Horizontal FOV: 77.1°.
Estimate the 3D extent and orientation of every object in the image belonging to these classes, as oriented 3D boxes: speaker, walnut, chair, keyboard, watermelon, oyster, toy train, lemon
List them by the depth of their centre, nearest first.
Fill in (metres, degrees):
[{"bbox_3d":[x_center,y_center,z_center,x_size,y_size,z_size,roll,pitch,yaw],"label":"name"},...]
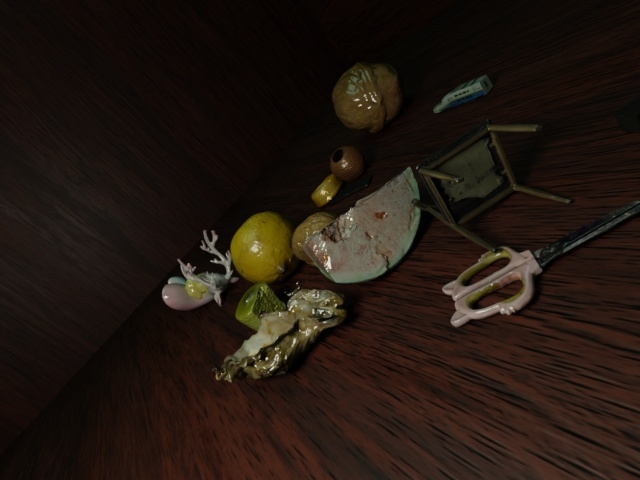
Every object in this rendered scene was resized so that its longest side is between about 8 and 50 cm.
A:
[{"bbox_3d":[0.602,-0.262,0.679,0.191,0.040,0.046,-41,24,7],"label":"speaker"},{"bbox_3d":[0.293,-0.119,0.779,0.188,0.166,0.272,-34,19,0],"label":"chair"},{"bbox_3d":[-0.086,0.211,0.922,0.337,0.133,0.197,-38,20,10],"label":"oyster"},{"bbox_3d":[0.112,-0.034,0.946,0.305,0.180,0.224,-38,47,-9],"label":"watermelon"},{"bbox_3d":[0.000,0.000,1.137,0.184,0.155,0.155,-23,30,42],"label":"walnut"},{"bbox_3d":[-0.168,0.021,1.293,0.228,0.228,0.253,-35,16,23],"label":"lemon"},{"bbox_3d":[0.453,-0.477,1.329,0.052,0.051,0.234,-48,21,-19],"label":"toy train"},{"bbox_3d":[0.107,-0.181,1.459,0.197,0.015,0.074,-24,25,42],"label":"keyboard"},{"bbox_3d":[0.207,-0.609,1.707,0.306,0.306,0.344,-40,28,11],"label":"walnut"}]

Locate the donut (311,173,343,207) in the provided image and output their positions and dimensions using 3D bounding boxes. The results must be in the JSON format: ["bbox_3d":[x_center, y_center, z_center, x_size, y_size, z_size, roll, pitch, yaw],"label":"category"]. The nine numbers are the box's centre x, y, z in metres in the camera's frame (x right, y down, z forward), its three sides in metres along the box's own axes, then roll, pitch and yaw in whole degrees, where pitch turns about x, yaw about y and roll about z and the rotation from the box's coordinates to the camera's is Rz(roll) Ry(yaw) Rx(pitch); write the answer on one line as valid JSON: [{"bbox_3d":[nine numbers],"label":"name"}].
[{"bbox_3d":[0.023,-0.198,1.565,0.152,0.058,0.152,-44,13,13],"label":"donut"}]

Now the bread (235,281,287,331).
[{"bbox_3d":[-0.173,0.192,1.133,0.111,0.114,0.129,-20,32,48],"label":"bread"}]

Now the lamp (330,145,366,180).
[{"bbox_3d":[0.103,-0.287,1.503,0.136,0.136,0.136,-37,22,18],"label":"lamp"}]

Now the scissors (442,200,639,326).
[{"bbox_3d":[0.340,0.032,0.631,0.318,0.024,0.160,-35,21,24],"label":"scissors"}]

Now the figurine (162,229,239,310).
[{"bbox_3d":[-0.477,0.151,1.573,0.316,0.284,0.206,-22,30,21],"label":"figurine"}]
